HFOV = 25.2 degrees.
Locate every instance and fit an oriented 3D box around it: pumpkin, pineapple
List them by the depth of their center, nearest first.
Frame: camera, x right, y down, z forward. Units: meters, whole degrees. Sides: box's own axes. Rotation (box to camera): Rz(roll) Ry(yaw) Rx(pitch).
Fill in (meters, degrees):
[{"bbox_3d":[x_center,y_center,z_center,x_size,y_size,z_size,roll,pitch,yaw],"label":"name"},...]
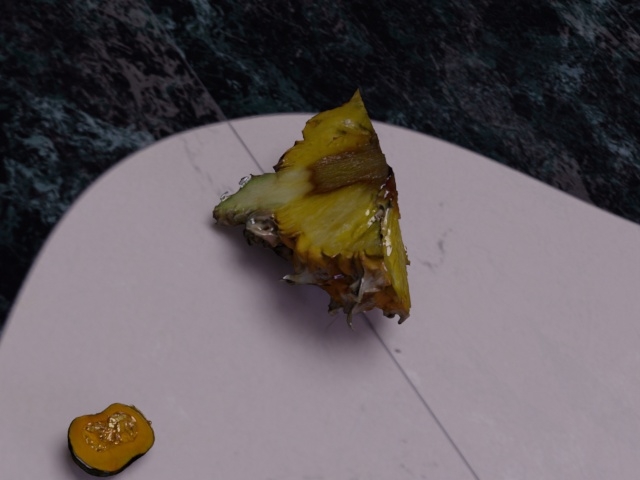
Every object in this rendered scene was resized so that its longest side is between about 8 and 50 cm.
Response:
[{"bbox_3d":[-0.158,0.152,1.062,0.050,0.028,0.083,51,36,16],"label":"pumpkin"},{"bbox_3d":[0.001,0.003,1.262,0.164,0.140,0.250,-22,37,3],"label":"pineapple"}]
